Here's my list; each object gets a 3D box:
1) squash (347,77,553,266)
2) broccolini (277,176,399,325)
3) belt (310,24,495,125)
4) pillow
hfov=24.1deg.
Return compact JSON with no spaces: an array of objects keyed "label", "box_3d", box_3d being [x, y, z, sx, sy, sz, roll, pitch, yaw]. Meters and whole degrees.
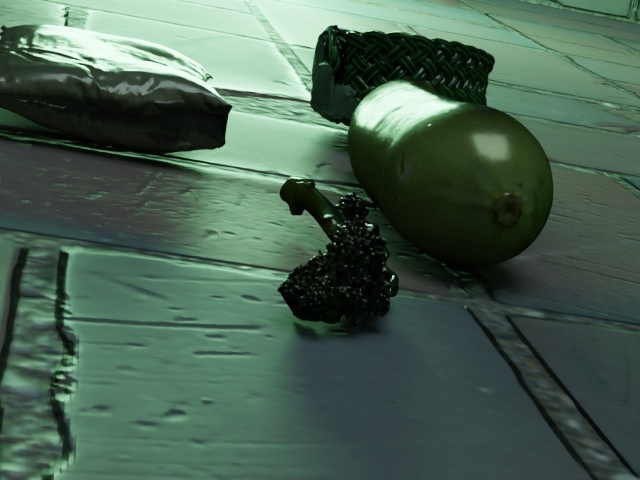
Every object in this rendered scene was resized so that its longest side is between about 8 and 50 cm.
[{"label":"squash","box_3d":[0.061,-0.043,0.813,0.083,0.083,0.250,9,11,-11]},{"label":"broccolini","box_3d":[0.006,0.005,0.681,0.052,0.054,0.194,40,3,-11]},{"label":"belt","box_3d":[0.052,-0.098,1.027,0.121,0.079,0.151,7,0,23]},{"label":"pillow","box_3d":[-0.133,-0.098,0.921,0.148,0.050,0.229,14,11,-11]}]
